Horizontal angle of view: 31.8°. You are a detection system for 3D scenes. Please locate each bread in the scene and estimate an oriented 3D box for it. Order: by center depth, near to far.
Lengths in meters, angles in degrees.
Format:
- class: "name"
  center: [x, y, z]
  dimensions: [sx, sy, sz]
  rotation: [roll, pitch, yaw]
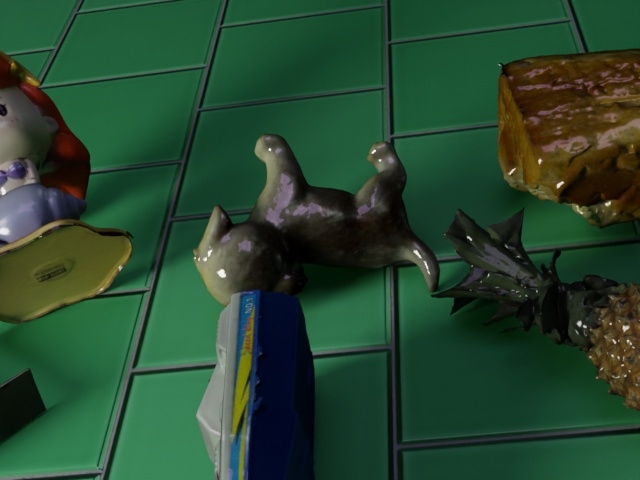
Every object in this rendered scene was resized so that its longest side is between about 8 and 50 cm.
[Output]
- class: "bread"
  center: [0.348, -0.117, 1.118]
  dimensions: [0.344, 0.149, 0.195]
  rotation: [-11, 46, 2]

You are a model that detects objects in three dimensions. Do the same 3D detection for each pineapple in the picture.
- class: "pineapple"
  center: [0.223, 0.054, 0.951]
  dimensions: [0.277, 0.119, 0.130]
  rotation: [27, 68, 44]

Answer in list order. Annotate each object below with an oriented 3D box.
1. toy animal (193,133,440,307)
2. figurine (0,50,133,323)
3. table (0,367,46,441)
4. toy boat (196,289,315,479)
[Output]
- class: "toy animal"
  center: [-0.011, -0.010, 1.107]
  dimensions: [0.233, 0.121, 0.169]
  rotation: [-5, 51, -8]
- class: "figurine"
  center: [-0.317, -0.056, 1.166]
  dimensions: [0.181, 0.208, 0.257]
  rotation: [-41, 59, 26]
- class: "table"
  center: [-0.366, 0.152, 1.015]
  dimensions: [0.175, 0.062, 0.146]
  rotation: [-35, 41, -31]
- class: "toy boat"
  center: [-0.050, 0.171, 0.845]
  dimensions: [0.088, 0.129, 0.295]
  rotation: [-7, 36, 6]
